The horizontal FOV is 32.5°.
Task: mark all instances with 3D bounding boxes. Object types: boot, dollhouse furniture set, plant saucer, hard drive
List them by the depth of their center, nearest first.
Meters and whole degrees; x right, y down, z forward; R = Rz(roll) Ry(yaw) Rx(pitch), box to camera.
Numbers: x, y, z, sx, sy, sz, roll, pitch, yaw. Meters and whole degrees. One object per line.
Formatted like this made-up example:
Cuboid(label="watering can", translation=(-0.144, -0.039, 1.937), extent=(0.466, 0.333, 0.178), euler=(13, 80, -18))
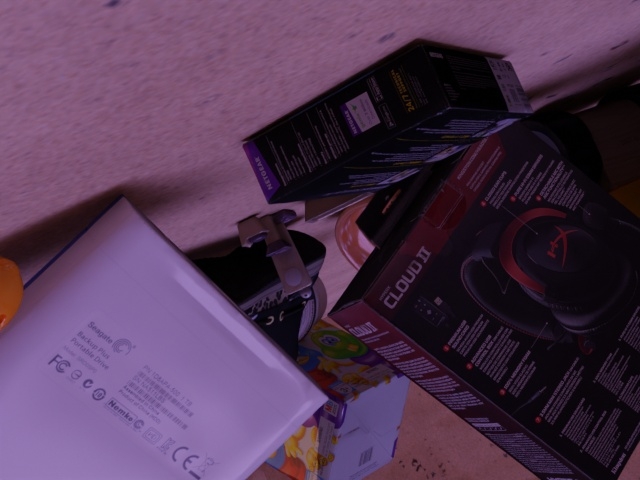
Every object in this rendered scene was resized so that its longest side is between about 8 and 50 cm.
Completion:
Cuboid(label="hard drive", translation=(-0.173, 0.150, 0.710), extent=(0.318, 0.210, 0.040), euler=(-43, -146, -2))
Cuboid(label="dollhouse furniture set", translation=(0.000, 0.000, 0.988), extent=(0.114, 0.081, 0.091), euler=(-26, 174, 13))
Cuboid(label="boot", translation=(-0.095, 0.102, 1.081), extent=(0.236, 0.085, 0.179), euler=(-23, 134, -39))
Cuboid(label="plant saucer", translation=(0.115, 0.004, 1.173), extent=(0.200, 0.200, 0.037), euler=(-33, -149, 54))

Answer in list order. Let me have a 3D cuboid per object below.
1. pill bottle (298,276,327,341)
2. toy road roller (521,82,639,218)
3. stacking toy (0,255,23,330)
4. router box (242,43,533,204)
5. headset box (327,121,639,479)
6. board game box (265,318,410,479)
Cuboid(label="pill bottle", translation=(-0.064, 0.078, 1.285), extent=(0.108, 0.108, 0.180), euler=(-27, 174, 23))
Cuboid(label="toy road roller", translation=(0.275, -0.007, 1.229), extent=(0.202, 0.240, 0.329), euler=(-20, 172, -34))
Cuboid(label="stacking toy", translation=(-0.279, 0.096, 0.558), extent=(0.302, 0.166, 0.175), euler=(-36, 155, 2))
Cuboid(label="router box", translation=(0.051, -0.074, 0.721), extent=(0.133, 0.046, 0.179), euler=(-27, 173, 25))
Cuboid(label="headset box", translation=(0.167, 0.044, 0.953), extent=(0.218, 0.293, 0.110), euler=(-55, -174, -18))
Cuboid(label="board game box", translation=(-0.044, 0.180, 1.391), extent=(0.275, 0.142, 0.144), euler=(25, -154, 32))
